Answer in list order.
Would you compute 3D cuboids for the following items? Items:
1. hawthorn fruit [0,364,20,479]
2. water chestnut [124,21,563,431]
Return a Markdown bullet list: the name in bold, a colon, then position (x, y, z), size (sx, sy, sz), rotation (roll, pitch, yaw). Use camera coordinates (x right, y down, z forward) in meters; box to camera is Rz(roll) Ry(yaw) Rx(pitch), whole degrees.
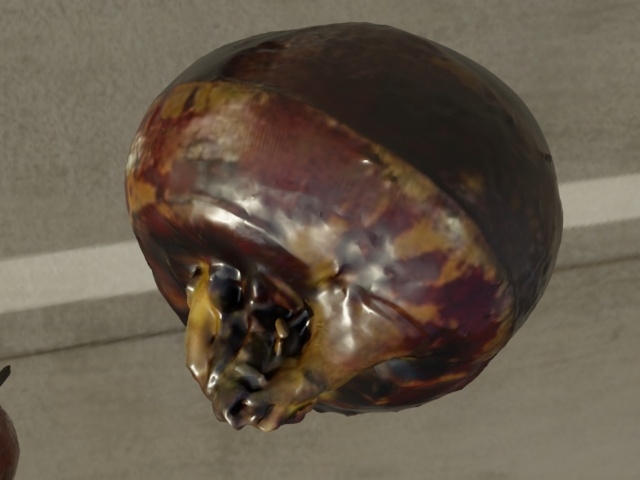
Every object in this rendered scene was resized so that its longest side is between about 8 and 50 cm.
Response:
- **hawthorn fruit**: position (-0.567, 0.311, 1.511), size (0.284, 0.369, 0.285), rotation (23, 145, 17)
- **water chestnut**: position (0.000, 0.000, 0.538), size (0.223, 0.238, 0.224), rotation (21, 148, 14)
